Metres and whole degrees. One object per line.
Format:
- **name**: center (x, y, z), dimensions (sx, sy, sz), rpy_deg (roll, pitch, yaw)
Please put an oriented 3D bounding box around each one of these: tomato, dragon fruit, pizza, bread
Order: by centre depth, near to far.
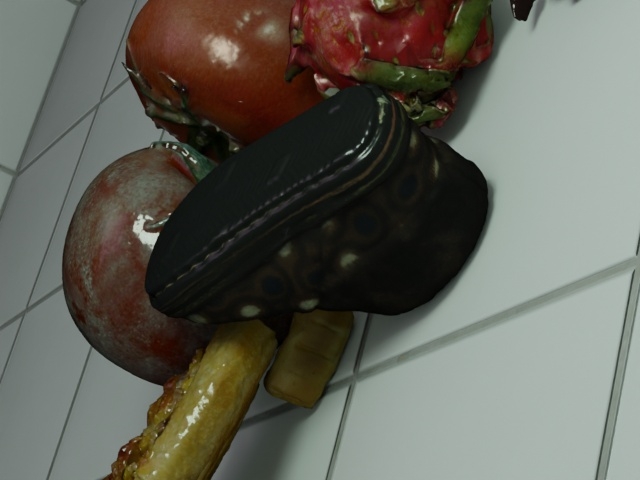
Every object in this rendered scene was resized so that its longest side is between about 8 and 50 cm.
- **pizza**: center (-0.180, 0.262, 1.980), dimensions (0.409, 0.114, 0.278), rpy_deg (-55, 1, 4)
- **bread**: center (-0.014, 0.130, 2.002), dimensions (0.132, 0.074, 0.053), rpy_deg (-64, 10, -5)
- **dragon fruit**: center (0.087, -0.267, 2.024), dimensions (0.231, 0.237, 0.302), rpy_deg (112, 148, -46)
- **tomato**: center (-0.169, 0.032, 2.133), dimensions (0.282, 0.317, 0.316), rpy_deg (-53, 24, 25)
- **tomato**: center (-0.089, -0.232, 2.246), dimensions (0.272, 0.341, 0.341), rpy_deg (-59, 20, -16)

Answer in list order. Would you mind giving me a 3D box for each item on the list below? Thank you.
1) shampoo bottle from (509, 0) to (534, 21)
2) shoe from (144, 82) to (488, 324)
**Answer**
- **shampoo bottle**: center (0.285, -0.314, 1.837), dimensions (0.236, 0.067, 0.068), rpy_deg (-33, 27, 53)
- **shoe**: center (0.000, 0.000, 1.889), dimensions (0.384, 0.237, 0.171), rpy_deg (-34, 35, 28)
